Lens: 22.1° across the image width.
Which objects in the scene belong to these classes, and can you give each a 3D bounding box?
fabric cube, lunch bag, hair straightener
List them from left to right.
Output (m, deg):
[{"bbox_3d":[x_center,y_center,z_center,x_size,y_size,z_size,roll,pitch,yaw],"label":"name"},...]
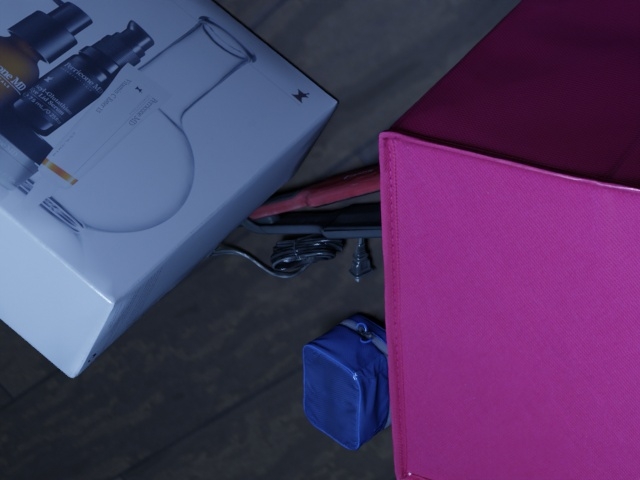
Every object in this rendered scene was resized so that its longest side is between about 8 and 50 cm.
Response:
[{"bbox_3d":[0.000,0.000,1.247,0.230,0.047,0.089,-14,111,41],"label":"hair straightener"},{"bbox_3d":[0.030,0.106,1.290,0.067,0.065,0.098,32,137,34],"label":"lunch bag"},{"bbox_3d":[0.208,0.009,0.959,0.259,0.258,0.254,16,127,26],"label":"fabric cube"}]

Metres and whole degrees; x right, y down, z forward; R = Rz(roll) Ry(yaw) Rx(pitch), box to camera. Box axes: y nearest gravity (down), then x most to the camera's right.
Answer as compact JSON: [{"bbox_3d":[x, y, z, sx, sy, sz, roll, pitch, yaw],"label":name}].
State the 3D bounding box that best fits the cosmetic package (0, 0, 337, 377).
[{"bbox_3d":[-0.216,-0.123,1.147,0.377,0.284,0.097,39,133,5],"label":"cosmetic package"}]
